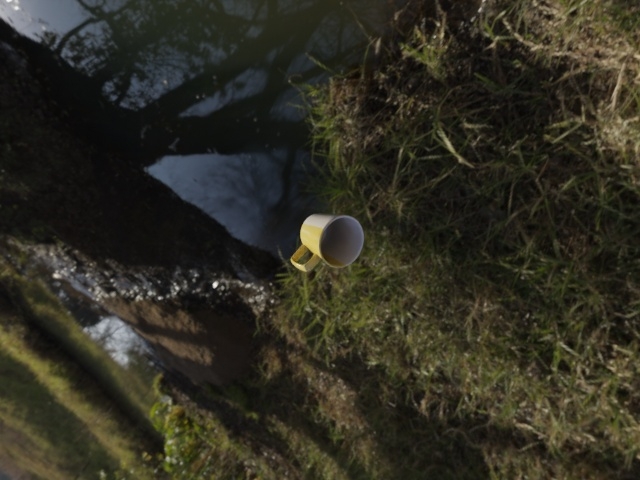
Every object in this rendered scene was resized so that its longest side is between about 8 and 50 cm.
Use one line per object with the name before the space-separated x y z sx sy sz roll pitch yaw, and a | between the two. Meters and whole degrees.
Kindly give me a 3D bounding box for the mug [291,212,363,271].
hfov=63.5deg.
mug | 0.002 -0.004 0.612 0.064 0.078 0.062 23 121 54
